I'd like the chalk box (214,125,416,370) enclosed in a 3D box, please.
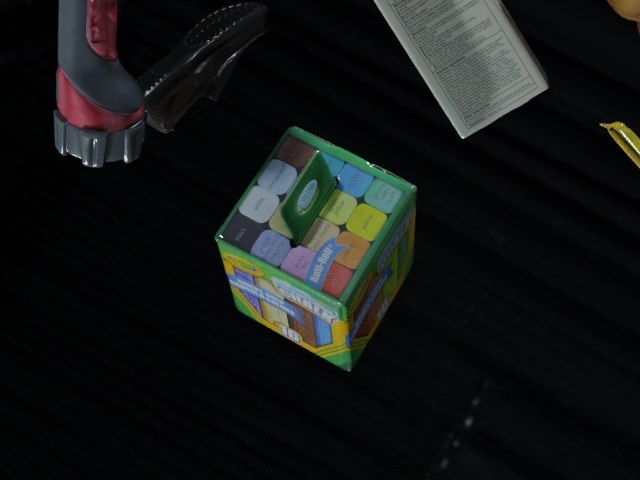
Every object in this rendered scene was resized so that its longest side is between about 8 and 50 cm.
[{"bbox_3d":[0.000,0.000,1.593,0.180,0.179,0.289,-57,-15,-19],"label":"chalk box"}]

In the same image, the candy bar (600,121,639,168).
[{"bbox_3d":[0.388,-0.085,1.561,0.040,0.161,0.018,-5,-39,-41],"label":"candy bar"}]

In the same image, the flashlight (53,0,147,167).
[{"bbox_3d":[-0.222,-0.226,1.374,0.103,0.103,0.304,-34,-36,-46],"label":"flashlight"}]

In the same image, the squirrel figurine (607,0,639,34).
[{"bbox_3d":[0.451,-0.445,1.963,0.397,0.371,0.281,-87,20,-65],"label":"squirrel figurine"}]

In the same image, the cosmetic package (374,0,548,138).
[{"bbox_3d":[0.205,-0.331,2.041,0.160,0.309,0.113,-30,10,16],"label":"cosmetic package"}]

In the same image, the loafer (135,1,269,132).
[{"bbox_3d":[-0.148,-0.219,1.686,0.220,0.080,0.078,-39,-58,-6],"label":"loafer"}]
